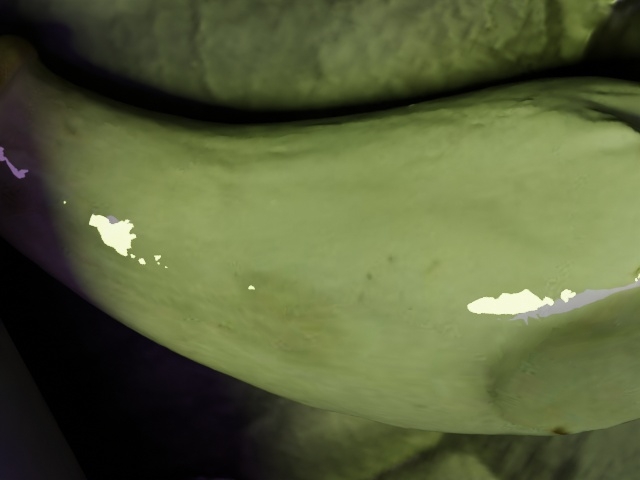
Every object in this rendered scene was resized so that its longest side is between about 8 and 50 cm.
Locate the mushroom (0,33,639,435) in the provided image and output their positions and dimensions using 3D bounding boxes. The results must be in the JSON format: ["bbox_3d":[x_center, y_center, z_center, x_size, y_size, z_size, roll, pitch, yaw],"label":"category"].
[{"bbox_3d":[0.000,0.000,0.567,0.270,0.103,0.118,5,125,11],"label":"mushroom"}]

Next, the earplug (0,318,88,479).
[{"bbox_3d":[-0.153,0.134,0.588,0.215,0.215,0.456,-8,126,12],"label":"earplug"}]
